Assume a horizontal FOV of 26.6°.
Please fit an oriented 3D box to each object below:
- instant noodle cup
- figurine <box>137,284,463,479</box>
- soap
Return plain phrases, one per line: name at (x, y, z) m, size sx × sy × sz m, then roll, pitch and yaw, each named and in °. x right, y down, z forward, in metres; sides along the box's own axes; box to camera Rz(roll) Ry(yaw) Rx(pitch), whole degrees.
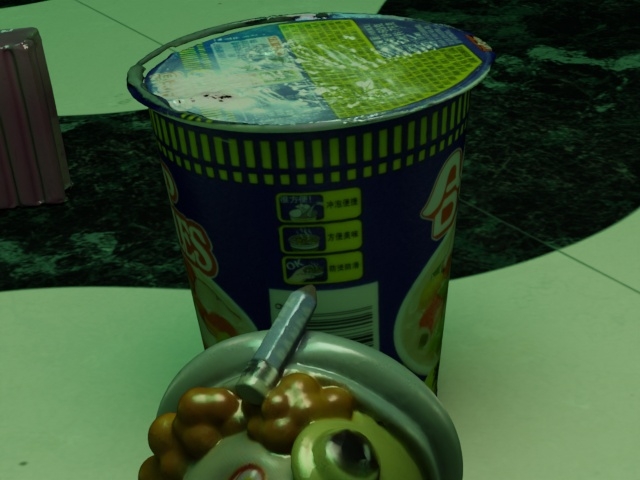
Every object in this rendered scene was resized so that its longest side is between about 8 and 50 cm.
instant noodle cup at (0.000, 0.000, 1.104) m, size 0.284 × 0.312 × 0.284 m, roll -3°, pitch 25°, yaw 1°
figurine at (0.021, 0.233, 0.845) m, size 0.205 × 0.224 × 0.382 m, roll 5°, pitch 43°, yaw -32°
soap at (-0.368, -0.139, 1.579) m, size 0.122 × 0.203 × 0.065 m, roll -5°, pitch 26°, yaw 2°
